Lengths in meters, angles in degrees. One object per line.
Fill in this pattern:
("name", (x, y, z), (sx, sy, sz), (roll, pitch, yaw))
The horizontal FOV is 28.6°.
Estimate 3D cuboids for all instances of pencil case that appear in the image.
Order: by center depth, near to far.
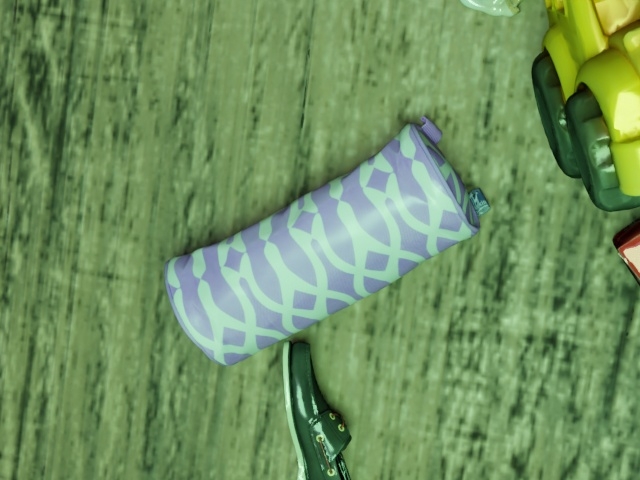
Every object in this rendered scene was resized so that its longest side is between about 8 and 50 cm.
("pencil case", (0.000, 0.000, 0.797), (0.206, 0.086, 0.088), (-29, 55, 10))

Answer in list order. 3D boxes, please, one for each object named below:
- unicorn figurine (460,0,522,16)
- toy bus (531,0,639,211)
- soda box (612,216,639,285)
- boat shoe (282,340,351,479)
("unicorn figurine", (0.090, -0.193, 0.779), (0.111, 0.060, 0.162), (37, 85, 7))
("toy bus", (0.180, -0.141, 0.658), (0.150, 0.220, 0.211), (-16, 104, 6))
("soda box", (0.286, 0.082, 0.745), (0.092, 0.083, 0.263), (-36, 87, 11))
("boat shoe", (0.000, 0.128, 0.826), (0.042, 0.049, 0.133), (-10, 95, 7))
